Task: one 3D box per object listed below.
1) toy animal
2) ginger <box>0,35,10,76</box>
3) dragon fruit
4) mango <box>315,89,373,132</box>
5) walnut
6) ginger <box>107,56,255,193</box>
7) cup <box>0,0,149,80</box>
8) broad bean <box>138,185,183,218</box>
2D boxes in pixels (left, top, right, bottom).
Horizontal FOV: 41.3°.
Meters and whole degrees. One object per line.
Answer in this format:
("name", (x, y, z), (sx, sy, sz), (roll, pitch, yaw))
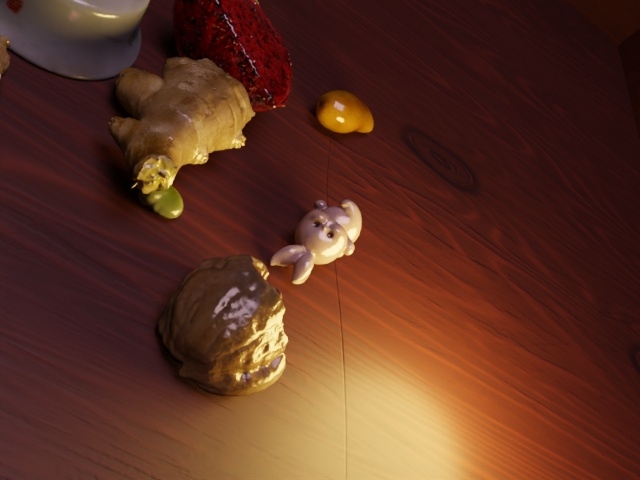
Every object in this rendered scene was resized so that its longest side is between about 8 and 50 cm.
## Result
("toy animal", (0.000, -0.002, 1.594), (0.124, 0.124, 0.212), (49, 34, -1))
("ginger", (-0.539, -0.241, 1.290), (0.104, 0.080, 0.204), (5, 48, -2))
("dragon fruit", (-0.181, -0.387, 1.718), (0.317, 0.152, 0.205), (61, 28, -5))
("mango", (0.061, -0.288, 1.914), (0.184, 0.085, 0.102), (0, 60, -51))
("walnut", (-0.144, 0.119, 1.338), (0.204, 0.141, 0.238), (5, 54, -37))
("ginger", (-0.260, -0.228, 1.480), (0.236, 0.166, 0.375), (54, 22, -3))
("cup", (-0.439, -0.471, 1.510), (0.347, 0.163, 0.347), (27, 44, -28))
("broad bean", (-0.270, -0.072, 1.445), (0.083, 0.045, 0.063), (30, 49, -34))
